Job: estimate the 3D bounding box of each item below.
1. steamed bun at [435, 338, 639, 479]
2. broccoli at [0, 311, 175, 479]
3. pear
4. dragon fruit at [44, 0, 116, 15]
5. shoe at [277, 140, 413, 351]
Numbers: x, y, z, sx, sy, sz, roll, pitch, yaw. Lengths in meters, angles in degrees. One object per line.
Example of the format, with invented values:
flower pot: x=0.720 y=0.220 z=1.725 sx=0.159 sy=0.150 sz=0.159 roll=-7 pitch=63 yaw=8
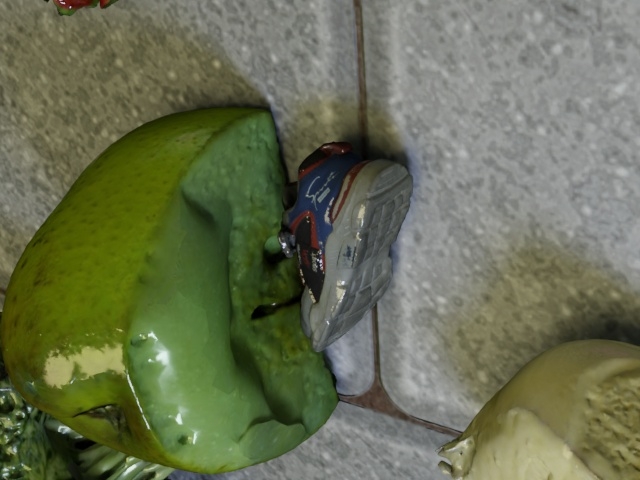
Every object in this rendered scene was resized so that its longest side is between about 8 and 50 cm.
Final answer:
steamed bun: x=0.251 y=0.208 z=1.085 sx=0.273 sy=0.166 sz=0.232 roll=41 pitch=145 yaw=18
broccoli: x=-0.248 y=0.228 z=1.442 sx=0.249 sy=0.302 sz=0.375 roll=116 pitch=137 yaw=-62
pear: x=-0.162 y=0.072 z=1.207 sx=0.238 sy=0.318 sz=0.342 roll=0 pitch=111 yaw=34
dragon fruit: x=-0.191 y=-0.300 z=1.142 sx=0.236 sy=0.135 sz=0.137 roll=-38 pitch=84 yaw=26
shoe: x=0.000 y=0.000 z=1.188 sx=0.125 sy=0.099 sz=0.227 roll=33 pitch=132 yaw=19
